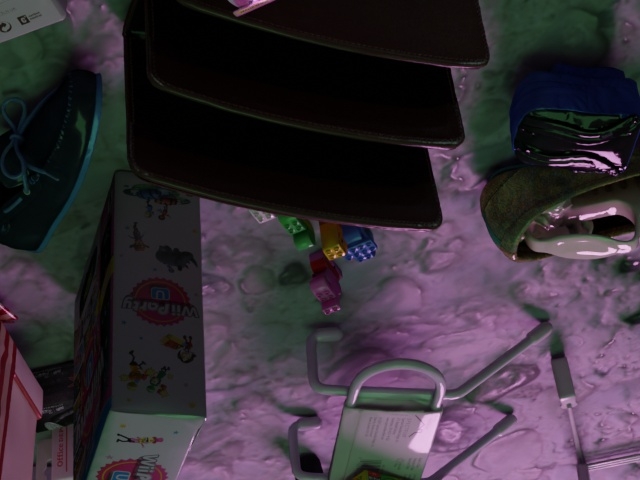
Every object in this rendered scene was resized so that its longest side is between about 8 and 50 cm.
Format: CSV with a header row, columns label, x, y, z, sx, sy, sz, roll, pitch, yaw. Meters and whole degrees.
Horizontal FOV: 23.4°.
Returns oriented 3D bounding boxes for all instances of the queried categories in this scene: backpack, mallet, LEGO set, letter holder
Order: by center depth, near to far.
label,x,y,z,sx,sy,sz,roll,pitch,yaw
letter holder,-0.012,-0.143,1.381,0.302,0.214,0.152,10,137,-19
backpack,0.247,-0.123,1.534,0.120,0.101,0.098,1,137,-4
LEGO set,0.000,0.000,1.648,0.087,0.093,0.227,-22,138,17
mallet,0.040,0.329,2.100,0.189,0.062,0.039,11,140,-42

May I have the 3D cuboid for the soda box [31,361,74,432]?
label,x,y,z,sx,sy,sz,roll,pitch,yaw
soda box,-0.270,0.177,1.844,0.169,0.060,0.053,-13,141,6

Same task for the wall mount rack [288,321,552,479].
label,x,y,z,sx,sy,sz,roll,pitch,yaw
wall mount rack,0.122,0.208,1.900,0.304,0.130,0.350,2,140,-7

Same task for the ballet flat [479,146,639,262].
label,x,y,z,sx,sy,sz,roll,pitch,yaw
ballet flat,0.346,-0.043,1.634,0.348,0.123,0.123,-11,140,4

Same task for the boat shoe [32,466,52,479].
label,x,y,z,sx,sy,sz,roll,pitch,yaw
boat shoe,-0.307,0.352,2.023,0.267,0.096,0.088,-1,144,-6

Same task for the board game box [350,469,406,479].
label,x,y,z,sx,sy,sz,roll,pitch,yaw
board game box,0.103,0.341,1.923,0.181,0.043,0.092,18,138,-31

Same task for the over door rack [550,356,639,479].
label,x,y,z,sx,sy,sz,roll,pitch,yaw
over door rack,0.439,0.253,2.008,0.239,0.108,0.324,-14,140,7

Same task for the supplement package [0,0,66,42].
label,x,y,z,sx,sy,sz,roll,pitch,yaw
supplement package,-0.337,-0.296,1.177,0.175,0.177,0.293,-17,139,12

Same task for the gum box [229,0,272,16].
label,x,y,z,sx,sy,sz,roll,pitch,yaw
gum box,-0.041,-0.273,1.242,0.107,0.188,0.062,-23,137,17

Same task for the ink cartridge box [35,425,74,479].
label,x,y,z,sx,sy,sz,roll,pitch,yaw
ink cartridge box,-0.273,0.260,1.907,0.180,0.104,0.060,-11,140,3

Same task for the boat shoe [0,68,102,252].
label,x,y,z,sx,sy,sz,roll,pitch,yaw
boat shoe,-0.283,-0.070,1.515,0.089,0.109,0.258,15,134,-19

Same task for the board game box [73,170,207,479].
label,x,y,z,sx,sy,sz,roll,pitch,yaw
board game box,-0.191,0.115,1.592,0.097,0.303,0.224,7,138,-16

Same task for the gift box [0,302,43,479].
label,x,y,z,sx,sy,sz,roll,pitch,yaw
gift box,-0.455,0.202,1.688,0.255,0.258,0.276,-11,132,4
